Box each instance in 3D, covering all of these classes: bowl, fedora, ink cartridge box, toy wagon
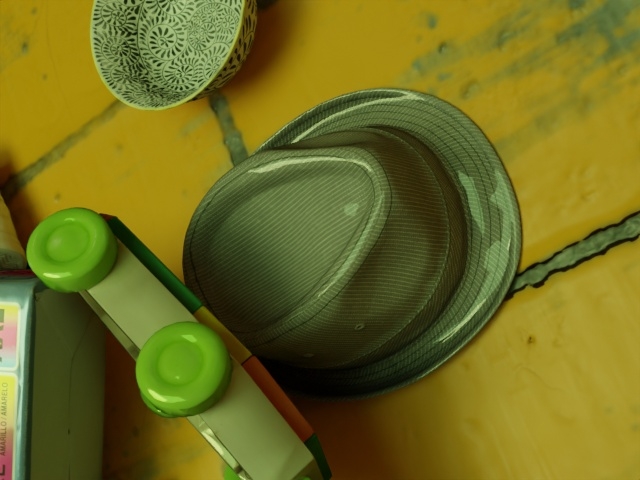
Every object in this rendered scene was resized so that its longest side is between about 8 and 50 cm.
[{"bbox_3d":[-0.115,-0.190,0.783,0.170,0.080,0.170,-4,82,30],"label":"bowl"},{"bbox_3d":[0.000,0.000,0.673,0.275,0.124,0.244,-26,73,25],"label":"fedora"},{"bbox_3d":[-0.399,0.155,0.770,0.395,0.151,0.270,2,90,12],"label":"ink cartridge box"},{"bbox_3d":[-0.074,0.121,0.634,0.068,0.267,0.344,-42,63,-16],"label":"toy wagon"}]

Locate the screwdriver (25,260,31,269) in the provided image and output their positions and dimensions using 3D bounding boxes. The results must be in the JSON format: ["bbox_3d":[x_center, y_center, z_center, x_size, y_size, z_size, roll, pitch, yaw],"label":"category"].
[{"bbox_3d":[-0.299,0.068,0.901,0.025,0.024,0.170,38,113,57],"label":"screwdriver"}]

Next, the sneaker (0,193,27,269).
[{"bbox_3d":[-0.432,0.023,0.941,0.292,0.108,0.169,-35,61,20],"label":"sneaker"}]
